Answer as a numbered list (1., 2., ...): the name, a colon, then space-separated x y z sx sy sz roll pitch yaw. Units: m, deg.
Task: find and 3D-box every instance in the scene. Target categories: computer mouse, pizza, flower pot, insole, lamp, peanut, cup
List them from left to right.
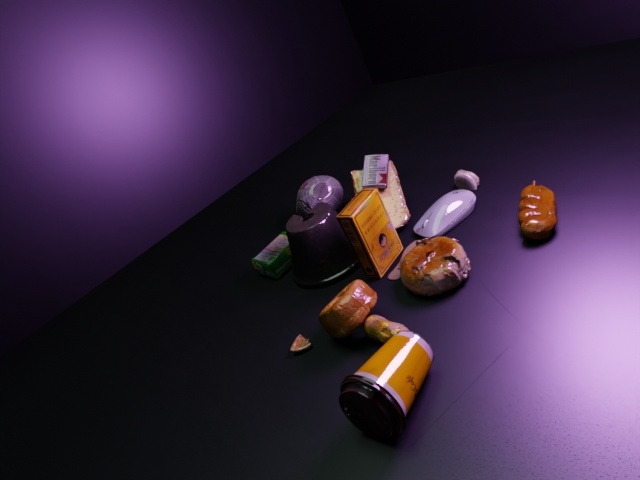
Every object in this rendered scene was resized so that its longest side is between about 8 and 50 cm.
1. pizza: -0.067 0.373 1.679 0.083 0.025 0.078 -17 33 8
2. lamp: -0.007 -0.218 2.438 0.233 0.233 0.265 11 59 51
3. flower pot: 0.000 0.000 2.024 0.378 0.251 0.379 -20 29 11
4. peanut: 0.215 0.296 1.486 0.087 0.087 0.206 -40 27 -22
5. cup: 0.190 0.383 1.265 0.196 0.197 0.279 2 31 44
6. insole: 0.343 0.074 1.836 0.086 0.005 0.253 0 39 44
7. computer mouse: 0.512 -0.121 1.919 0.288 0.097 0.159 -34 30 -12

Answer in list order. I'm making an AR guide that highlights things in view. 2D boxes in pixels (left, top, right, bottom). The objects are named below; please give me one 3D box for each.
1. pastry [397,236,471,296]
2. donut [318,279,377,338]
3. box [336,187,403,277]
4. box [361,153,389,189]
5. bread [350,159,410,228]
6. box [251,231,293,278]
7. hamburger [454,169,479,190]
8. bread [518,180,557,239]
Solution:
1. pastry: 0.394 0.086 1.640 0.256 0.121 0.236 -11 32 32
2. donut: 0.095 0.237 1.602 0.226 0.114 0.226 -45 -1 -1
3. box: 0.200 -0.027 1.817 0.083 0.302 0.193 3 41 46
4. box: 0.252 -0.316 2.122 0.115 0.036 0.178 -1 60 14
5. bread: 0.261 -0.196 2.109 0.248 0.279 0.315 -18 16 5
6. box: -0.194 0.068 2.243 0.250 0.103 0.180 -44 30 -24
7. hamburger: 0.643 -0.273 2.070 0.054 0.084 0.121 -42 28 -22
8. bread: 0.780 -0.119 1.680 0.124 0.084 0.344 9 39 17
